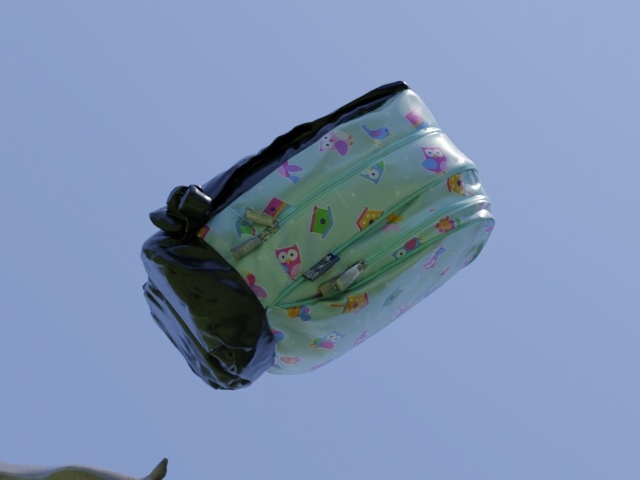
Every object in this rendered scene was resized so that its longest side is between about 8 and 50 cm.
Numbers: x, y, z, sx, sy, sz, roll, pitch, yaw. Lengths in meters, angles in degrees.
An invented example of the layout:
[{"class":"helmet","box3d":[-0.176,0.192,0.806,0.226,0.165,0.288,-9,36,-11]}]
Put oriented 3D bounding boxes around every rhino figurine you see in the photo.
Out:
[{"class":"rhino figurine","box3d":[-0.190,0.215,1.217,0.243,0.073,0.106,-4,-57,19]}]

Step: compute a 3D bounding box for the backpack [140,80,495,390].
[{"class":"backpack","box3d":[0.000,0.000,0.840,0.115,0.182,0.152,55,-15,6]}]
